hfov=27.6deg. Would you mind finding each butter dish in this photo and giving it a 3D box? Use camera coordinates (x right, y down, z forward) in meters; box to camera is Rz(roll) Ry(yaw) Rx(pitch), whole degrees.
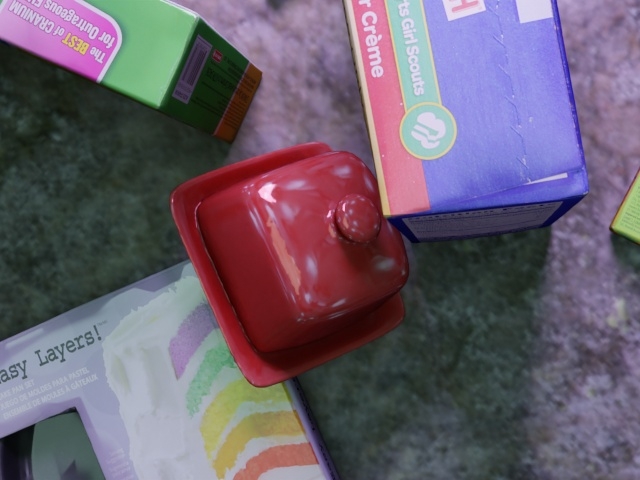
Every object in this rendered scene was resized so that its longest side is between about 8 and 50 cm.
[{"bbox_3d":[0.000,0.000,0.920,0.160,0.118,0.159,-21,83,-36],"label":"butter dish"}]

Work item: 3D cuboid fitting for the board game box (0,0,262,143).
[{"bbox_3d":[-0.212,-0.169,0.915,0.317,0.242,0.064,24,92,7],"label":"board game box"}]

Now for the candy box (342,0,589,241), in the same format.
[{"bbox_3d":[0.084,-0.138,0.843,0.122,0.317,0.268,-9,86,5],"label":"candy box"}]

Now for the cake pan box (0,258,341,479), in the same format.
[{"bbox_3d":[-0.136,0.162,0.979,0.267,0.070,0.245,-22,83,4],"label":"cake pan box"}]

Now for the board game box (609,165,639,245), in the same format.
[{"bbox_3d":[0.326,-0.096,0.958,0.124,0.039,0.259,27,93,6],"label":"board game box"}]
